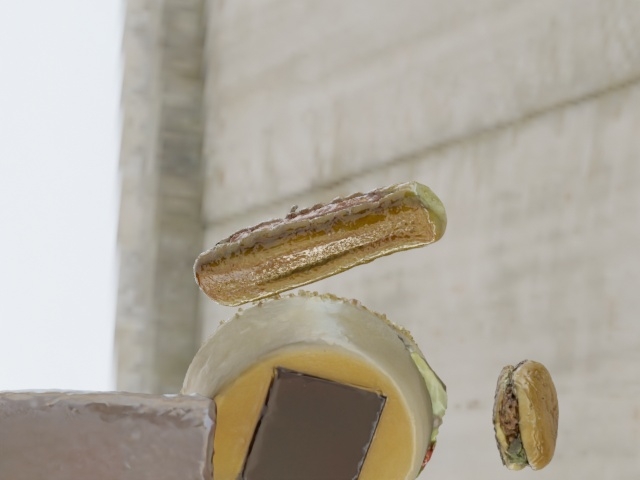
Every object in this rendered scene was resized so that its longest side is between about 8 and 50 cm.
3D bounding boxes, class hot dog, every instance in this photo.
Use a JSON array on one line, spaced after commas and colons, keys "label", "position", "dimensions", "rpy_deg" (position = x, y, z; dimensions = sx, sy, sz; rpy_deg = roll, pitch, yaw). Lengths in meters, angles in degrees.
[{"label": "hot dog", "position": [0.000, 0.003, 1.989], "dimensions": [0.286, 0.088, 0.061], "rpy_deg": [-13, -151, 28]}]

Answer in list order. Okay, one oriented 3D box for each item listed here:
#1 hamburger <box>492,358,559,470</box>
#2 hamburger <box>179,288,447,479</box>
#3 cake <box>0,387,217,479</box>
[{"label": "hamburger", "position": [0.152, 0.128, 1.456], "dimensions": [0.083, 0.044, 0.076], "rpy_deg": [-69, 143, -53]}, {"label": "hamburger", "position": [-0.013, 0.198, 2.218], "dimensions": [0.170, 0.302, 0.302], "rpy_deg": [-90, -162, -68]}, {"label": "cake", "position": [-0.196, 0.291, 1.639], "dimensions": [0.237, 0.230, 0.309], "rpy_deg": [88, 1, -53]}]
